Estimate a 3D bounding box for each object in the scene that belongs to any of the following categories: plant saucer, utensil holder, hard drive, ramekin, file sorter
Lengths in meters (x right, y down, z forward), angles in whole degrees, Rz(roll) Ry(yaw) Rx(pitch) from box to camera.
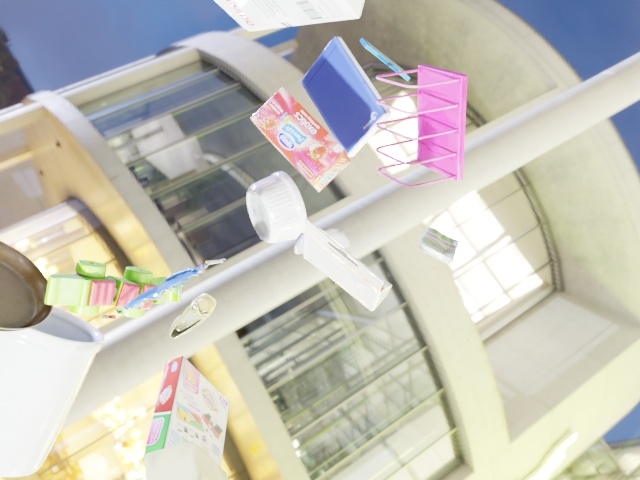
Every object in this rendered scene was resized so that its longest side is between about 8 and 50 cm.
[{"bbox_3d":[-0.780,0.104,1.599,0.050,0.310,0.311,-47,-114,19],"label":"plant saucer"},{"bbox_3d":[-0.809,0.380,1.820,0.327,0.386,0.327,24,-2,1],"label":"utensil holder"},{"bbox_3d":[0.074,-0.456,2.174,0.210,0.040,0.319,-46,-114,39],"label":"hard drive"},{"bbox_3d":[-0.134,-0.089,1.997,0.207,0.109,0.207,48,-30,41],"label":"ramekin"},{"bbox_3d":[0.265,-0.313,1.881,0.202,0.182,0.291,37,-44,55],"label":"file sorter"}]

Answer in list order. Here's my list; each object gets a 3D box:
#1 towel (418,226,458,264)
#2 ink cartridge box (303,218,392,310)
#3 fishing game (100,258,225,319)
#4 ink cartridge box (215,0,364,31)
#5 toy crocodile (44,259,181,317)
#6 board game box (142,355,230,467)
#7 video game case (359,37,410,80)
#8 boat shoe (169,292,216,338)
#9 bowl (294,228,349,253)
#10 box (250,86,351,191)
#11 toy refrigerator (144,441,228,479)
[{"bbox_3d":[0.359,0.010,2.063,0.113,0.152,0.023,29,-59,6],"label":"towel"},{"bbox_3d":[0.054,0.037,1.315,0.189,0.066,0.232,38,-20,11],"label":"ink cartridge box"},{"bbox_3d":[-0.333,0.110,1.452,0.189,0.264,0.041,-11,-74,63],"label":"fishing game"},{"bbox_3d":[-0.078,-0.529,1.341,0.289,0.122,0.211,6,-17,34],"label":"ink cartridge box"},{"bbox_3d":[-0.463,0.116,1.549,0.105,0.340,0.115,16,-88,36],"label":"toy crocodile"},{"bbox_3d":[-0.355,0.512,1.866,0.242,0.064,0.317,54,22,-33],"label":"board game box"},{"bbox_3d":[0.192,-0.543,2.045,0.166,0.015,0.119,33,19,-18],"label":"video game case"},{"bbox_3d":[-0.308,0.184,1.644,0.153,0.048,0.056,-36,-73,26],"label":"boat shoe"},{"bbox_3d":[0.000,0.000,1.814,0.142,0.141,0.053,180,-98,-80],"label":"bowl"},{"bbox_3d":[-0.052,-0.271,1.846,0.257,0.128,0.122,48,2,16],"label":"box"},{"bbox_3d":[-0.267,0.508,1.412,0.270,0.102,0.094,77,-2,-58],"label":"toy refrigerator"}]
